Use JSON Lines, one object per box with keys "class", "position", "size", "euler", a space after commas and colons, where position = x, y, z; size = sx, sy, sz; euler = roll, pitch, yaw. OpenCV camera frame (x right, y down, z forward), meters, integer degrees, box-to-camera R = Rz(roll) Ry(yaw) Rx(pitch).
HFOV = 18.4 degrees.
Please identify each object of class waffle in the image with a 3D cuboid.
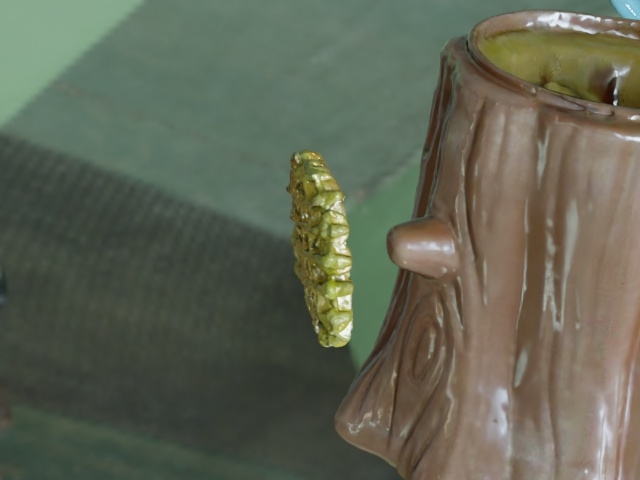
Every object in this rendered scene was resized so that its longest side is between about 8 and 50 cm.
{"class": "waffle", "position": [0.001, 0.005, 1.747], "size": [0.038, 0.191, 0.191], "euler": [-7, 148, -8]}

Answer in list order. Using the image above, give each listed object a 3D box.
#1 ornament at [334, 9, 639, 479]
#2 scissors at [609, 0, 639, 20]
{"class": "ornament", "position": [0.138, 0.008, 1.009], "size": [0.235, 0.221, 0.217], "euler": [8, 113, 3]}
{"class": "scissors", "position": [0.172, -0.303, 1.281], "size": [0.192, 0.029, 0.447], "euler": [-29, 118, 37]}
